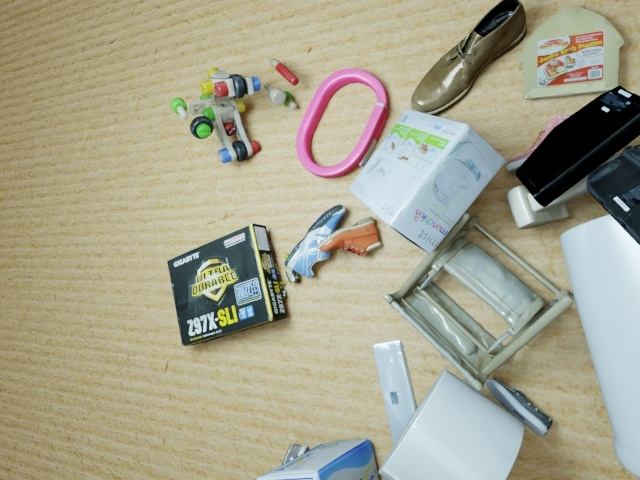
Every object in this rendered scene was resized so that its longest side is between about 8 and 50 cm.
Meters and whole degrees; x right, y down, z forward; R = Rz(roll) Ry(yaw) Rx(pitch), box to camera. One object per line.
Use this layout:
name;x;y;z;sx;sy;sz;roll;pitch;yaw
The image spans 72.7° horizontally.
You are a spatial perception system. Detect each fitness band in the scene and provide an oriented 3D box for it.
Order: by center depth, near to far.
fitness band;0.052;-0.298;1.117;0.209;0.054;0.290;28;95;25

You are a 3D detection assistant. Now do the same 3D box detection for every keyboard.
keyboard;0.181;0.364;1.010;0.072;0.014;0.256;-17;77;27

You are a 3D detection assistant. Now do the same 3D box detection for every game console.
game console;0.441;-0.101;0.663;0.044;0.361;0.213;34;120;-20

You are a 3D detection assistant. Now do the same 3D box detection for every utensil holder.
utensil holder;0.595;0.137;0.679;0.328;0.327;0.385;-14;76;22

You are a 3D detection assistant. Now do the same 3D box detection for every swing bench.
swing bench;0.317;0.118;0.896;0.253;0.165;0.254;46;108;21

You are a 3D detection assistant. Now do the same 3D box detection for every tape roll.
tape roll;0.249;0.399;0.841;0.169;0.246;0.246;33;98;19

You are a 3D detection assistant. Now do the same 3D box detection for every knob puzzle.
knob puzzle;0.528;-0.400;0.925;0.213;0.030;0.213;-3;83;25

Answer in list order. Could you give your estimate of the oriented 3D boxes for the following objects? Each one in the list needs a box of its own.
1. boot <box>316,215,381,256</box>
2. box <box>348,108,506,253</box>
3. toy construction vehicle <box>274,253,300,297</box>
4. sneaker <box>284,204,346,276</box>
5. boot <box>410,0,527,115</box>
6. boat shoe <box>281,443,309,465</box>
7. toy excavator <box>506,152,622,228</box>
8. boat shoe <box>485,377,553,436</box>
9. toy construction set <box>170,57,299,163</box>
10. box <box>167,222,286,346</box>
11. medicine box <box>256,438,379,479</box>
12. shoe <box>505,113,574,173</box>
boot;0.071;0.007;1.045;0.158;0.059;0.084;-21;85;-13
box;0.202;-0.136;0.915;0.231;0.127;0.262;-54;25;9
toy construction vehicle;-0.094;0.097;1.155;0.086;0.035;0.098;-37;68;28
sneaker;0.000;0.000;1.107;0.081;0.080;0.211;38;99;-4
boot;0.319;-0.412;0.976;0.305;0.115;0.112;-42;71;16
boat shoe;-0.106;0.639;1.054;0.097;0.116;0.324;16;97;22
toy excavator;0.606;-0.159;0.739;0.445;0.433;0.222;-12;78;-6
boat shoe;0.407;0.334;0.895;0.040;0.049;0.142;-38;65;-19
toy construction set;-0.236;-0.395;1.188;0.309;0.257;0.237;-35;57;-4
box;-0.263;0.127;1.186;0.322;0.079;0.257;-20;78;27
medicine box;0.021;0.598;0.902;0.149;0.263;0.289;-18;73;26
shoe;0.473;-0.203;0.914;0.178;0.063;0.081;-18;76;16
